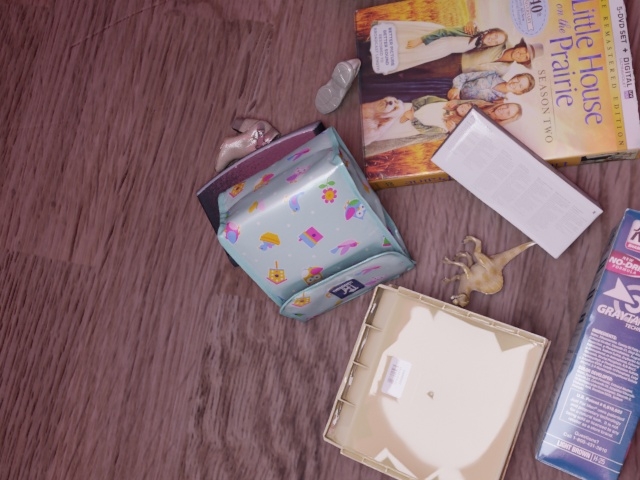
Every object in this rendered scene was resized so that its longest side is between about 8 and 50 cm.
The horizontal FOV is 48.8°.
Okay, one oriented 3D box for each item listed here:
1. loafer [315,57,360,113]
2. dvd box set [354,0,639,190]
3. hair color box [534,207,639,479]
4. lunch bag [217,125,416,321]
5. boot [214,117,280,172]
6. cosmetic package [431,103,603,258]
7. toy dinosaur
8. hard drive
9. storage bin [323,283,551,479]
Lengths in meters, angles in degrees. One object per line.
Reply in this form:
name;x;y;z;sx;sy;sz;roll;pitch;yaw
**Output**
loafer;0.032;-0.258;1.186;0.039;0.125;0.045;-37;83;-34
dvd box set;0.270;-0.255;1.129;0.420;0.062;0.308;-5;81;16
hair color box;0.401;0.146;0.966;0.105;0.174;0.347;20;88;18
lunch bag;0.000;0.000;1.090;0.223;0.262;0.160;-29;30;11
boot;-0.127;-0.159;1.245;0.087;0.042;0.118;26;97;10
cosmetic package;0.289;-0.089;1.048;0.239;0.060;0.099;39;115;-1
toy dinosaur;0.250;0.040;1.093;0.183;0.053;0.092;-35;64;-22
hard drive;-0.078;-0.080;1.198;0.254;0.054;0.172;-28;84;10
storage bin;0.173;0.226;1.050;0.260;0.123;0.262;19;87;19
